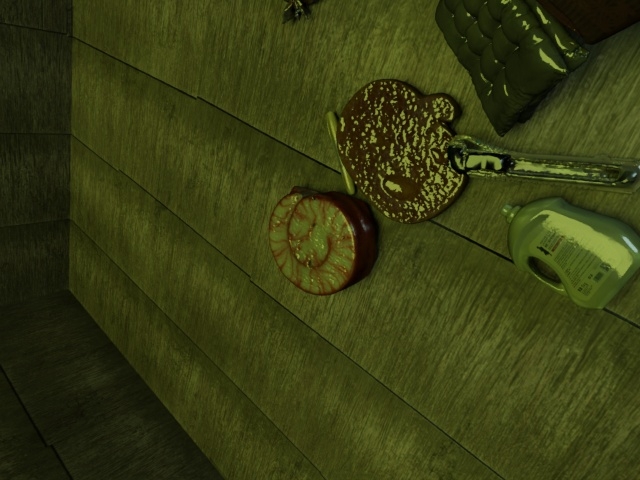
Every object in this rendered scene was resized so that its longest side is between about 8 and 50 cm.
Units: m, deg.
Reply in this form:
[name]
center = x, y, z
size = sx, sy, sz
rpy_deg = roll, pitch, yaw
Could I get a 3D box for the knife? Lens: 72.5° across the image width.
[knife]
center = 0.423, -0.150, 0.855
size = 0.365, 0.043, 0.089
rpy_deg = 14, 107, 27

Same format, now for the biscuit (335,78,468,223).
[biscuit]
center = 0.199, -0.226, 1.050
size = 0.314, 0.063, 0.367
rpy_deg = -44, 73, 34

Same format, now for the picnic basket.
[picnic basket]
center = 0.425, -0.437, 0.656
size = 0.223, 0.296, 0.129
rpy_deg = 32, 152, -12

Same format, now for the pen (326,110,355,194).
[pen]
center = 0.054, -0.237, 1.192
size = 0.040, 0.032, 0.233
rpy_deg = -11, 94, 65

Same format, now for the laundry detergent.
[laundry detergent]
center = 0.469, 0.007, 0.855
size = 0.253, 0.091, 0.181
rpy_deg = 38, 128, 27

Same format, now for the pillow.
[pillow]
center = 0.327, -0.382, 0.806
size = 0.228, 0.101, 0.326
rpy_deg = 101, 144, -77

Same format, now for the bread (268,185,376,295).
[bread]
center = 0.002, 0.004, 1.238
size = 0.328, 0.114, 0.295
rpy_deg = 13, 108, 36

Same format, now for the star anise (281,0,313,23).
[star anise]
center = -0.068, -0.641, 1.180
size = 0.129, 0.056, 0.124
rpy_deg = -44, 73, 38
